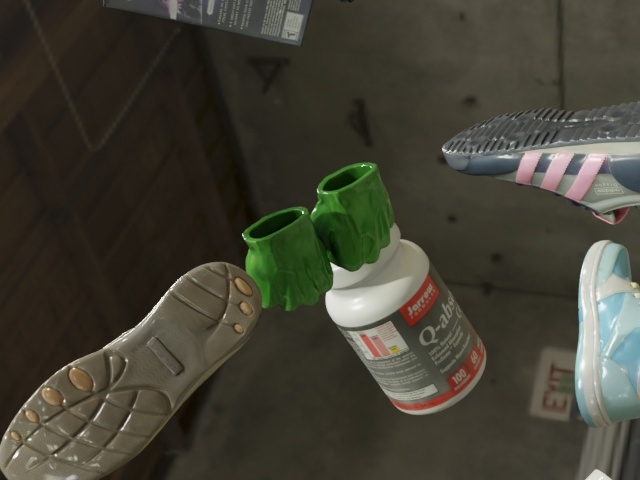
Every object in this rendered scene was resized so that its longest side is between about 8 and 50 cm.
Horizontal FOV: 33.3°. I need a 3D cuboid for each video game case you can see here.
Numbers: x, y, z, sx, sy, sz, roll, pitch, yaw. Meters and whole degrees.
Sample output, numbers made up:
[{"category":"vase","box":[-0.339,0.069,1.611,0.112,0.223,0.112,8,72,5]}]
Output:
[{"category":"video game case","box":[-0.138,-0.354,1.379,0.196,0.274,0.026,109,170,-50]}]

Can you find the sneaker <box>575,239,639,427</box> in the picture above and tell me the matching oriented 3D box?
[{"category":"sneaker","box":[0.500,0.130,1.605,0.127,0.208,0.319,48,-138,-44]}]

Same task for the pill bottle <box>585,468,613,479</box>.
[{"category":"pill bottle","box":[0.222,0.262,0.940,0.120,0.067,0.067,-47,-29,-6]}]

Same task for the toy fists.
[{"category":"toy fists","box":[0.000,0.000,1.601,0.279,0.096,0.142,-34,-62,-33]}]

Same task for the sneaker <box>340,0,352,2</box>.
[{"category":"sneaker","box":[0.059,-0.375,1.424,0.111,0.300,0.121,22,-85,-25]}]

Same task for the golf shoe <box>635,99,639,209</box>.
[{"category":"golf shoe","box":[0.427,-0.124,1.309,0.077,0.094,0.198,-49,-32,-47]}]

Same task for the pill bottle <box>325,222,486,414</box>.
[{"category":"pill bottle","box":[0.138,0.131,1.970,0.363,0.210,0.210,55,-139,-27]}]

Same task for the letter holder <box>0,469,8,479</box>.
[{"category":"letter holder","box":[-0.468,0.428,1.752,0.302,0.152,0.214,-67,9,-23]}]

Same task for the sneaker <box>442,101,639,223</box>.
[{"category":"sneaker","box":[0.279,-0.074,1.192,0.112,0.319,0.131,-41,-60,-35]}]

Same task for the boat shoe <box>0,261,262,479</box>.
[{"category":"boat shoe","box":[-0.211,0.170,1.256,0.355,0.132,0.130,-37,-8,-9]}]
